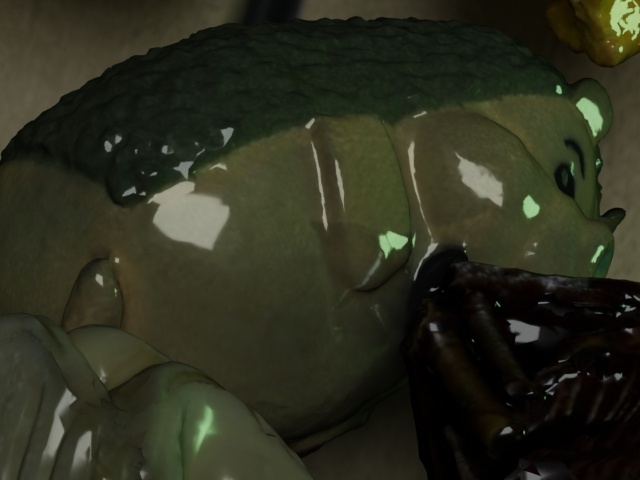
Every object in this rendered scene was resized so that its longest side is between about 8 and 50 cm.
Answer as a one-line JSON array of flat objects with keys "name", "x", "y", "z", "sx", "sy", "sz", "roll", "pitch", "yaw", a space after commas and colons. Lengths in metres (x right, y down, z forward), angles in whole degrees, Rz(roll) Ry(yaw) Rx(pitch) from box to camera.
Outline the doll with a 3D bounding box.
[{"name": "doll", "x": 0.000, "y": 0.000, "z": 0.988, "sx": 0.349, "sy": 0.247, "sz": 0.247, "roll": -22, "pitch": 75, "yaw": -30}]

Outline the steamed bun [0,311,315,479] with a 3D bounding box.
[{"name": "steamed bun", "x": -0.106, "y": 0.209, "z": 0.824, "sx": 0.324, "sy": 0.219, "sz": 0.310, "roll": -33, "pitch": 68, "yaw": 25}]

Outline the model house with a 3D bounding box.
[{"name": "model house", "x": 0.194, "y": 0.194, "z": 0.826, "sx": 0.297, "sy": 0.317, "sz": 0.282, "roll": -8, "pitch": 30, "yaw": 0}]

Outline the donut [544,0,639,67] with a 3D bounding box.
[{"name": "donut", "x": 0.030, "y": -0.283, "z": 1.049, "sx": 0.435, "sy": 0.163, "sz": 0.378, "roll": 8, "pitch": 41, "yaw": 0}]
